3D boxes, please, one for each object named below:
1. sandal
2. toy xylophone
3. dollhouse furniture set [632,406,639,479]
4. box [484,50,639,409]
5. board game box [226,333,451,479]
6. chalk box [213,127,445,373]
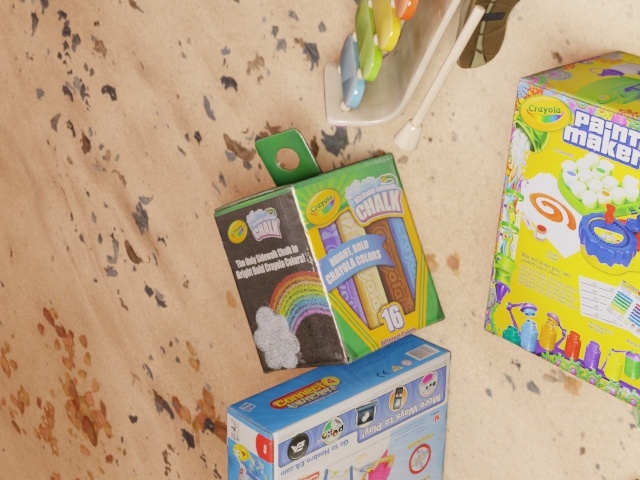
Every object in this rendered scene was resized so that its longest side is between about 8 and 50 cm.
[{"bbox_3d":[0.184,-0.268,1.371,0.180,0.072,0.049,110,147,-42],"label":"sandal"},{"bbox_3d":[0.094,-0.249,1.388,0.236,0.081,0.323,-99,26,-53],"label":"toy xylophone"},{"bbox_3d":[0.351,0.212,1.361,0.058,0.076,0.152,2,107,47],"label":"dollhouse furniture set"},{"bbox_3d":[0.336,-0.002,1.214,0.290,0.177,0.279,28,124,39],"label":"box"},{"bbox_3d":[0.026,0.304,1.580,0.086,0.308,0.302,23,120,42],"label":"board game box"},{"bbox_3d":[0.000,0.000,1.589,0.180,0.179,0.289,-14,94,50],"label":"chalk box"}]
